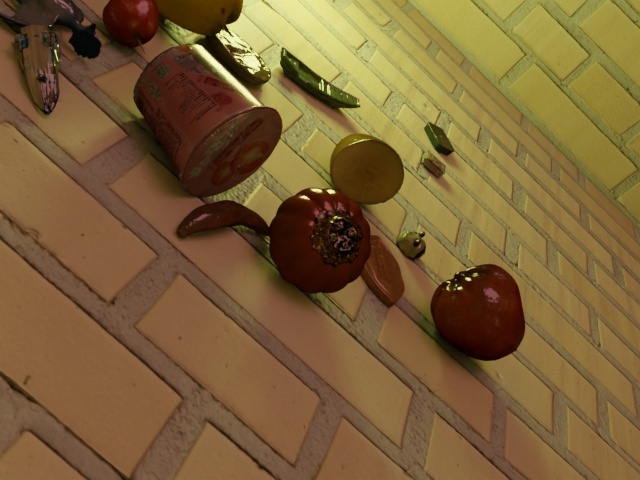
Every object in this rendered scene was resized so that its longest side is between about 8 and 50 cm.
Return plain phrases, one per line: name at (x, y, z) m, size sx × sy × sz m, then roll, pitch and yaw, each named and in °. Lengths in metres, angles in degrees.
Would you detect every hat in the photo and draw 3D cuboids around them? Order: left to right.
hat at (0.247, 0.006, 1.959) m, size 0.076 × 0.059 × 0.077 m, roll 51°, pitch 35°, yaw 17°

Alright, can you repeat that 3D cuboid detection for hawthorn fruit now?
hawthorn fruit at (-0.423, -0.493, 1.654) m, size 0.125 × 0.125 × 0.140 m, roll 31°, pitch 43°, yaw -24°
hawthorn fruit at (0.395, 0.188, 1.785) m, size 0.261 × 0.224 × 0.224 m, roll 53°, pitch 29°, yaw -13°

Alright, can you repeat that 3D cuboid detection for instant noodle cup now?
instant noodle cup at (-0.239, -0.250, 1.508) m, size 0.231 × 0.243 × 0.243 m, roll 49°, pitch 30°, yaw 20°

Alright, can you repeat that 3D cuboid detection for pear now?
pear at (-0.340, -0.666, 1.850) m, size 0.285 × 0.285 × 0.336 m, roll -6°, pitch 88°, yaw -53°

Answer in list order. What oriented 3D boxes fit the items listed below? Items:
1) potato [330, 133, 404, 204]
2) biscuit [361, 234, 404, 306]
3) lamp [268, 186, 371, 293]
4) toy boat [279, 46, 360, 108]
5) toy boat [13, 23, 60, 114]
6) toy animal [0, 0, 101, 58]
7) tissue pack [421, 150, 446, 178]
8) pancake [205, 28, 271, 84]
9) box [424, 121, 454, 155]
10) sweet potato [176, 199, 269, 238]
potato at (0.110, -0.206, 1.956) m, size 0.203 × 0.178 × 0.158 m, roll 7°, pitch 27°, yaw -14°
biscuit at (0.144, 0.065, 1.789) m, size 0.142 × 0.029 × 0.221 m, roll 28°, pitch 35°, yaw -28°
lamp at (0.000, 0.000, 1.523) m, size 0.223 × 0.196 × 0.223 m, roll 3°, pitch 84°, yaw -26°
toy boat at (-0.009, -0.464, 2.198) m, size 0.293 × 0.055 × 0.093 m, roll 29°, pitch 34°, yaw -26°
toy boat at (-0.526, -0.321, 1.390) m, size 0.084 × 0.066 × 0.210 m, roll -9°, pitch 65°, yaw -16°
toy animal at (-0.563, -0.471, 1.506) m, size 0.255 × 0.176 × 0.239 m, roll 14°, pitch 24°, yaw 13°
tissue pack at (0.371, -0.250, 2.436) m, size 0.083 × 0.035 × 0.063 m, roll 41°, pitch 30°, yaw -12°
pancake at (-0.227, -0.504, 1.988) m, size 0.242 × 0.050 × 0.242 m, roll 40°, pitch 24°, yaw -23°
box at (0.419, -0.359, 2.627) m, size 0.091 × 0.031 × 0.126 m, roll 14°, pitch 42°, yaw -42°
sweet potato at (-0.188, -0.045, 1.484) m, size 0.255 × 0.058 × 0.078 m, roll -1°, pitch 70°, yaw -55°
